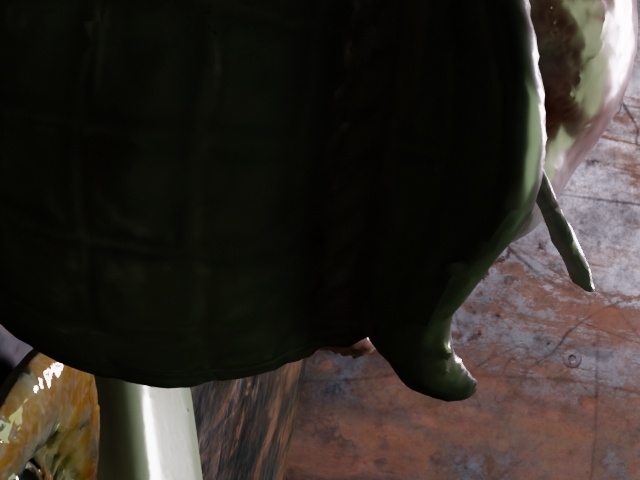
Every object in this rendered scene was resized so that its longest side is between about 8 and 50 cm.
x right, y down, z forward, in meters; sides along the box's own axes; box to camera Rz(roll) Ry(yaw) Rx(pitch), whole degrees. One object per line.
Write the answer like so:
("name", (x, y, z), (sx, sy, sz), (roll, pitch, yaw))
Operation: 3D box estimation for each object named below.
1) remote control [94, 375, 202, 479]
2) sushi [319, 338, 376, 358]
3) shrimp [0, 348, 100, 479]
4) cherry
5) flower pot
("remote control", (-0.090, 0.204, 0.635), (0.090, 0.038, 0.310), (35, 39, -58))
("sushi", (0.000, 0.000, 1.307), (0.236, 0.170, 0.270), (79, 19, -79))
("shrimp", (-0.140, 0.154, 0.532), (0.152, 0.046, 0.219), (-75, 175, -49))
("cherry", (0.047, -0.123, 0.797), (0.335, 0.291, 0.326), (-9, -149, 53))
("flower pot", (-0.019, -0.090, 0.445), (0.302, 0.213, 0.302), (11, 90, -87))
